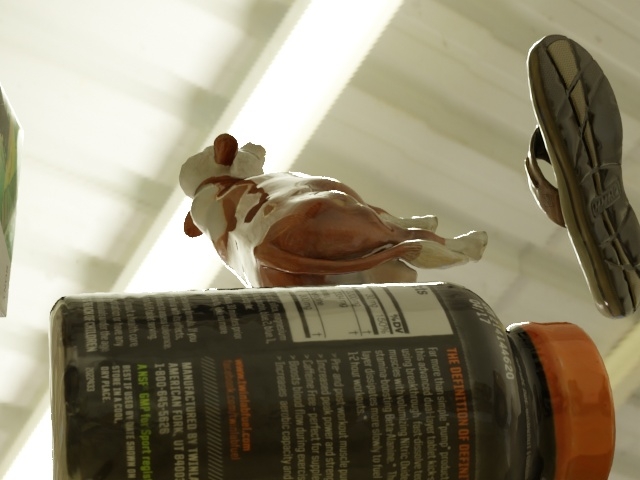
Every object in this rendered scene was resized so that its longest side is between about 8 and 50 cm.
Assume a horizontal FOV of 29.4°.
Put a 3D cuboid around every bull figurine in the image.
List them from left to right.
[{"bbox_3d":[0.000,0.000,0.869,0.188,0.310,0.101,12,-78,-15],"label":"bull figurine"}]

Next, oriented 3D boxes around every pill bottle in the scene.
[{"bbox_3d":[0.004,0.084,0.550,0.245,0.130,0.130,-1,-53,-13],"label":"pill bottle"}]

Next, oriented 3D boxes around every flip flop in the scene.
[{"bbox_3d":[0.240,-0.056,1.157,0.080,0.112,0.277,-6,-73,45],"label":"flip flop"}]

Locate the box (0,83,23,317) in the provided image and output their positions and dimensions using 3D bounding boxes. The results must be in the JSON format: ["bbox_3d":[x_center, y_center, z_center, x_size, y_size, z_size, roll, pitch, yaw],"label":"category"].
[{"bbox_3d":[-0.362,-0.078,1.210,0.058,0.232,0.322,0,-21,-2],"label":"box"}]
